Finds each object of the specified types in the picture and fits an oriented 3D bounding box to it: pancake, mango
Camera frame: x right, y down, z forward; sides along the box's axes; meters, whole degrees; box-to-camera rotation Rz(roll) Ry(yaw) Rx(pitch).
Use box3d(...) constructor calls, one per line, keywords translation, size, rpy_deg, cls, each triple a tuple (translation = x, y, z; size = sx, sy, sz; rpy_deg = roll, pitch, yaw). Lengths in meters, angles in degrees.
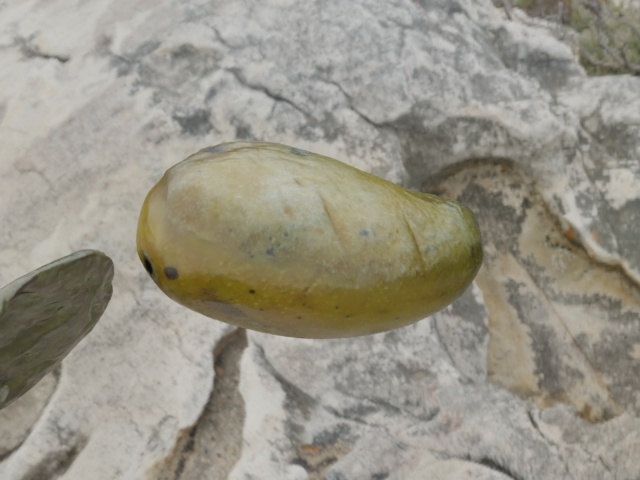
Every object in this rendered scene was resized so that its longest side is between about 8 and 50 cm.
box3d(translation=(-0.314, 0.094, 0.857), size=(0.050, 0.242, 0.242), rpy_deg=(41, 74, 9), cls="pancake")
box3d(translation=(-0.003, 0.007, 0.749), size=(0.175, 0.329, 0.177), rpy_deg=(171, 114, -70), cls="mango")
